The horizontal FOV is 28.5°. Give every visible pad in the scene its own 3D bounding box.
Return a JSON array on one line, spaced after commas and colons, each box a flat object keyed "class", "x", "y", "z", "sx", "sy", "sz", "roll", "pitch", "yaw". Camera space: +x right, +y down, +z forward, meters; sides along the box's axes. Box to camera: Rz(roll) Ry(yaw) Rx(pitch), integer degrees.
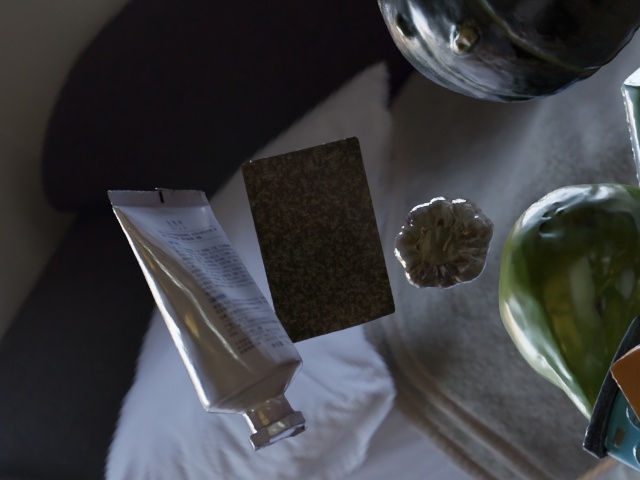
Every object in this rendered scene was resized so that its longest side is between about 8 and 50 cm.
[{"class": "pad", "x": 0.000, "y": 0.000, "z": 1.576, "sx": 0.158, "sy": 0.235, "sz": 0.003, "roll": -15, "pitch": 6, "yaw": -16}]

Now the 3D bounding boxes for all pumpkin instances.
[{"class": "pumpkin", "x": 0.195, "y": -0.290, "z": 1.229, "sx": 0.323, "sy": 0.241, "sz": 0.323, "roll": -49, "pitch": 21, "yaw": 27}]

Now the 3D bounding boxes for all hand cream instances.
[{"class": "hand cream", "x": -0.052, "y": 0.037, "z": 0.625, "sx": 0.053, "sy": 0.142, "sz": 0.084, "roll": -36, "pitch": -15, "yaw": 23}]

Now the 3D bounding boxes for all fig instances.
[{"class": "fig", "x": 0.309, "y": 0.064, "z": 1.445, "sx": 0.233, "sy": 0.233, "sz": 0.314, "roll": -46, "pitch": 4, "yaw": 28}]

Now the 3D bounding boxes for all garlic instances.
[{"class": "garlic", "x": 0.192, "y": 0.005, "z": 1.957, "sx": 0.159, "sy": 0.147, "sz": 0.102, "roll": -44, "pitch": -6, "yaw": 12}]

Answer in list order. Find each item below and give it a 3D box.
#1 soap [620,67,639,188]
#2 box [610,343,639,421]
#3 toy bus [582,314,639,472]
[{"class": "soap", "x": 0.581, "y": -0.065, "z": 1.770, "sx": 0.261, "sy": 0.446, "sz": 0.156, "roll": -36, "pitch": 31, "yaw": -31}, {"class": "box", "x": 0.334, "y": 0.108, "z": 0.680, "sx": 0.225, "sy": 0.341, "sz": 0.143, "roll": -39, "pitch": 50, "yaw": 15}, {"class": "toy bus", "x": 0.343, "y": 0.112, "z": 1.010, "sx": 0.271, "sy": 0.165, "sz": 0.133, "roll": -17, "pitch": -51, "yaw": -50}]
